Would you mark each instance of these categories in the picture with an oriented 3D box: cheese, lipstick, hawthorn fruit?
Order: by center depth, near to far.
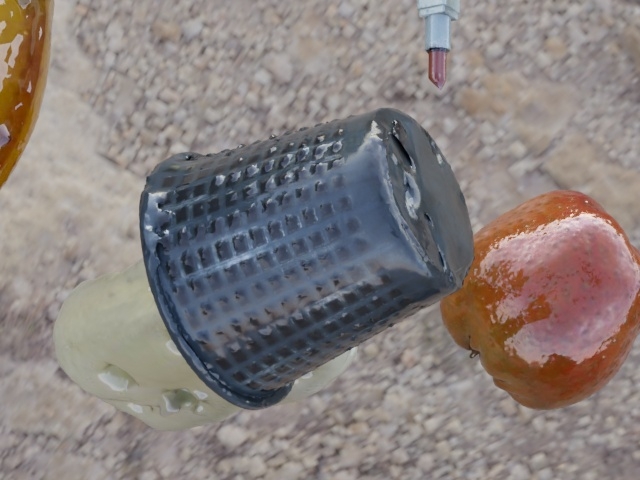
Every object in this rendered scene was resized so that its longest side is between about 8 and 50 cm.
[{"bbox_3d":[-0.090,0.078,1.318,0.159,0.263,0.093,36,51,-29],"label":"cheese"},{"bbox_3d":[0.197,0.047,1.428,0.189,0.189,0.189,6,71,-16],"label":"hawthorn fruit"},{"bbox_3d":[0.106,-0.198,1.492,0.030,0.030,0.129,19,69,-54],"label":"lipstick"}]

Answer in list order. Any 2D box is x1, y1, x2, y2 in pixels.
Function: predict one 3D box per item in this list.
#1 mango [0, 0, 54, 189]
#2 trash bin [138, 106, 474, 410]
[{"bbox_3d":[-0.245,-0.172,0.975,0.201,0.199,0.350,19,69,-27],"label":"mango"},{"bbox_3d":[0.000,0.000,1.019,0.175,0.161,0.175,41,37,-41],"label":"trash bin"}]
